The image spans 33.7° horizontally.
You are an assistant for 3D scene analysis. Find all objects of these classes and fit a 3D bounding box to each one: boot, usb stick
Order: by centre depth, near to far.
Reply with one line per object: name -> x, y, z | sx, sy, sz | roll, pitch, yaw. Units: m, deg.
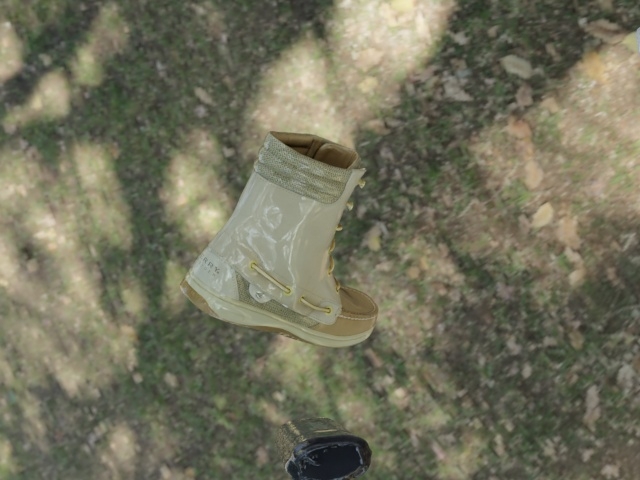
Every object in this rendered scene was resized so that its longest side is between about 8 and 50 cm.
usb stick -> -0.003, 0.203, 1.035 | 0.278, 0.077, 0.045 | 128, 130, -82
boot -> 0.000, 0.000, 1.114 | 0.095, 0.262, 0.203 | 42, 108, 46

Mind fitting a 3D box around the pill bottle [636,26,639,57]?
pill bottle -> 0.253, -0.089, 0.457 | 0.208, 0.117, 0.117 | -19, 94, 25
